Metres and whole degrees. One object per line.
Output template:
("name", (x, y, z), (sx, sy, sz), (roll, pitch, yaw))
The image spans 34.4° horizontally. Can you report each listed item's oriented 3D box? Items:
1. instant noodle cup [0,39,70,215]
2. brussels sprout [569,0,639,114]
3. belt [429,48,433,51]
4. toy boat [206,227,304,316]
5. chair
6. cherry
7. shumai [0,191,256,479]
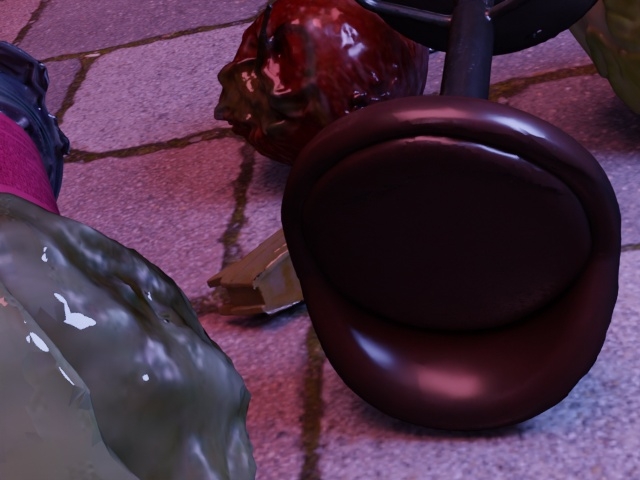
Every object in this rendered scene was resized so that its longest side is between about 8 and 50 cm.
("instant noodle cup", (-0.311, 0.000, 0.833), (0.258, 0.302, 0.181), (15, 26, -42))
("brussels sprout", (0.339, -0.215, 0.909), (0.244, 0.244, 0.244), (-10, 32, 6))
("belt", (0.054, -0.229, 1.195), (0.232, 0.071, 0.053), (-17, 25, -10))
("toy boat", (0.000, 0.000, 0.862), (0.206, 0.064, 0.072), (-29, 20, -22))
("chair", (0.101, -0.092, 0.726), (0.226, 0.226, 0.401), (-3, 50, 17))
("cherry", (0.018, -0.168, 1.005), (0.175, 0.192, 0.249), (41, 45, 11))
("shumai", (-0.170, 0.196, 0.436), (0.395, 0.395, 0.348), (-24, 54, -16))
